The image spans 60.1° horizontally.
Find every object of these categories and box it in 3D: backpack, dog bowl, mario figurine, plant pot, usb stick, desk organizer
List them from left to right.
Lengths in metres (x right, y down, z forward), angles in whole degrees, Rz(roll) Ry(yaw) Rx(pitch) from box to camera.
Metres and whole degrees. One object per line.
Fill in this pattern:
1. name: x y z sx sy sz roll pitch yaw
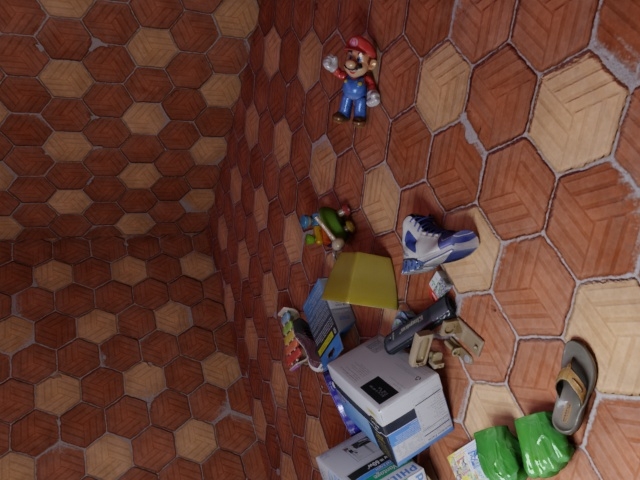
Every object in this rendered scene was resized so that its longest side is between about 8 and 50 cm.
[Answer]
1. dog bowl: 0.108 0.603 2.108 0.264 0.104 0.265 64 175 9
2. mario figurine: 0.112 -0.579 2.019 0.170 0.198 0.320 -114 26 -62
3. plant pot: 0.151 0.143 2.010 0.212 0.212 0.187 -6 74 65
4. backpack: 0.288 0.293 1.852 0.114 0.084 0.104 -118 37 -46
5. desk organizer: 0.312 0.707 1.884 0.130 0.050 0.047 -166 75 -64
6. usb stick: 0.307 0.268 1.732 0.278 0.045 0.077 -41 35 30

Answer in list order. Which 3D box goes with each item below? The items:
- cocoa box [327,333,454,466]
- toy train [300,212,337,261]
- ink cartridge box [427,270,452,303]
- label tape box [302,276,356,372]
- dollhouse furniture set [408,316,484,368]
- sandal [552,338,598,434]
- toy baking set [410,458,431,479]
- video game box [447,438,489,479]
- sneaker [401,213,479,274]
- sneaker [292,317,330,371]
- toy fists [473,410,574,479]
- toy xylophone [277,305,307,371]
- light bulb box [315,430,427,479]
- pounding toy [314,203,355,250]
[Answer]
1. cocoa box: 0.219 0.502 1.786 0.347 0.232 0.227 25 138 62
2. toy train: 0.000 0.000 2.360 0.105 0.144 0.247 146 118 -62
3. ink cartridge box: 0.367 0.155 1.735 0.062 0.029 0.115 64 146 39
4. label tape box: 0.048 0.355 2.341 0.240 0.106 0.333 117 141 -48
5. dollhouse furniture set: 0.364 0.327 1.617 0.123 0.151 0.143 -132 43 -53
6. sandal: 0.569 0.337 1.267 0.090 0.060 0.219 21 98 58
7. toy baking set: 0.305 0.754 1.826 0.196 0.030 0.256 57 157 17
8. video game box: 0.461 0.672 1.570 0.205 0.048 0.187 -61 41 47
9. sneaker: 0.328 -0.009 1.687 0.315 0.128 0.182 146 116 -63
10. sneaker: -0.023 0.446 2.528 0.281 0.107 0.162 60 140 27
11. toy fists: 0.507 0.532 1.389 0.279 0.096 0.142 -42 45 46
12. toy xylophone: -0.143 0.505 2.791 0.236 0.081 0.322 119 141 -49
13. light bulb box: 0.200 0.888 1.843 0.361 0.226 0.357 3 113 65
14. pounding toy: 0.079 -0.069 2.213 0.182 0.110 0.237 59 -165 -8
